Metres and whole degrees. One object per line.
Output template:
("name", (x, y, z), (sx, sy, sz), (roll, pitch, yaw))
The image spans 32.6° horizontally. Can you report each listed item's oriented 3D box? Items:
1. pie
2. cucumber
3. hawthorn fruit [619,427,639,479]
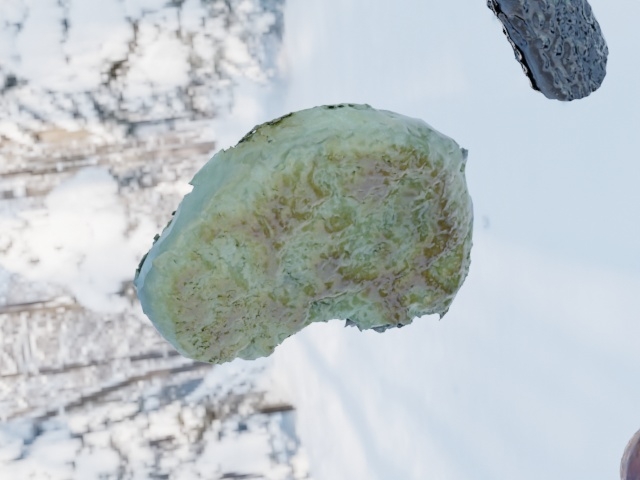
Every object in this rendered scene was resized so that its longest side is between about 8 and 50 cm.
("pie", (0.000, 0.000, 1.083), (0.078, 0.371, 0.297), (-122, 36, -45))
("cucumber", (0.124, -0.216, 0.770), (0.300, 0.072, 0.072), (48, -161, -40))
("hawthorn fruit", (0.462, 0.249, 1.110), (0.254, 0.300, 0.254), (62, 180, 0))
